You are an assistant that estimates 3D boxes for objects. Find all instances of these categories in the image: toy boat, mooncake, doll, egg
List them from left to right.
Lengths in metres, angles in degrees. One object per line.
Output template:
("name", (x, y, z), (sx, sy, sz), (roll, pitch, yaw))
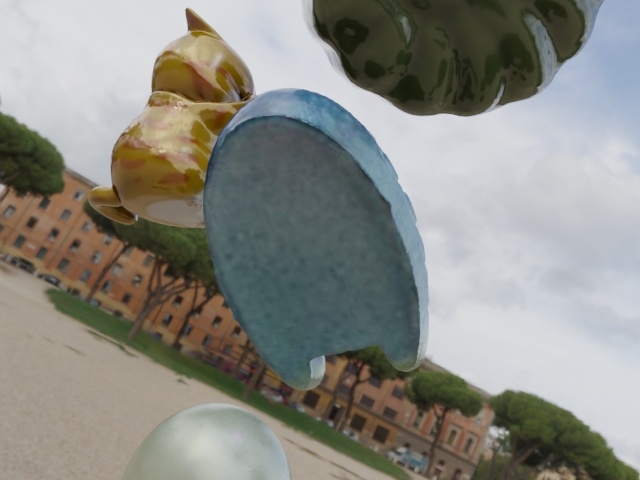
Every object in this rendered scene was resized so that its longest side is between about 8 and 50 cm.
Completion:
("doll", (-0.172, -0.141, 0.807), (0.162, 0.270, 0.167), (24, -20, -1))
("egg", (-0.109, 0.242, 0.554), (0.151, 0.209, 0.151), (20, 25, -10))
("toy boat", (0.000, 0.000, 0.656), (0.215, 0.123, 0.330), (-16, -70, 20))
("mooncake", (0.152, -0.304, 0.701), (0.351, 0.351, 0.187), (33, 12, -21))
